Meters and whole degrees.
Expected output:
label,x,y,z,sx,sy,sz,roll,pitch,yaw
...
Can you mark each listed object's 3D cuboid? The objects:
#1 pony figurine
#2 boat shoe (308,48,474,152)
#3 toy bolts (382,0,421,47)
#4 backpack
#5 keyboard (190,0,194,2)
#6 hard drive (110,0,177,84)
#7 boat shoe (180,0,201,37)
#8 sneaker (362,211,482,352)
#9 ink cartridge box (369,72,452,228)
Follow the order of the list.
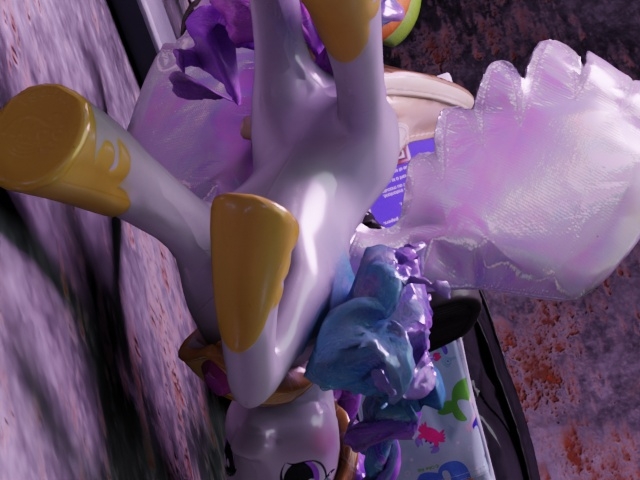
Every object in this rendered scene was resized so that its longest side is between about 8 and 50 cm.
label,x,y,z,sx,sy,sz,roll,pitch,yaw
pony figurine,-0.005,-0.034,0.949,0.363,0.303,0.351,74,34,-54
boat shoe,0.007,-0.089,1.484,0.302,0.109,0.098,-2,105,-54
toy bolts,-0.026,-0.271,1.548,0.158,0.228,0.218,3,100,-82
backpack,0.075,0.155,1.498,0.225,0.191,0.253,-78,144,-77
keyboard,-0.110,-0.212,1.777,0.072,0.014,0.256,-92,165,-56
hard drive,-0.113,-0.138,1.290,0.094,0.022,0.135,-101,174,-56
boat shoe,-0.058,-0.089,1.511,0.065,0.075,0.206,-106,-178,-64
sneaker,0.000,0.000,1.218,0.295,0.124,0.178,-37,-111,66
ink cartridge box,0.045,-0.030,1.760,0.045,0.206,0.208,62,13,-56
